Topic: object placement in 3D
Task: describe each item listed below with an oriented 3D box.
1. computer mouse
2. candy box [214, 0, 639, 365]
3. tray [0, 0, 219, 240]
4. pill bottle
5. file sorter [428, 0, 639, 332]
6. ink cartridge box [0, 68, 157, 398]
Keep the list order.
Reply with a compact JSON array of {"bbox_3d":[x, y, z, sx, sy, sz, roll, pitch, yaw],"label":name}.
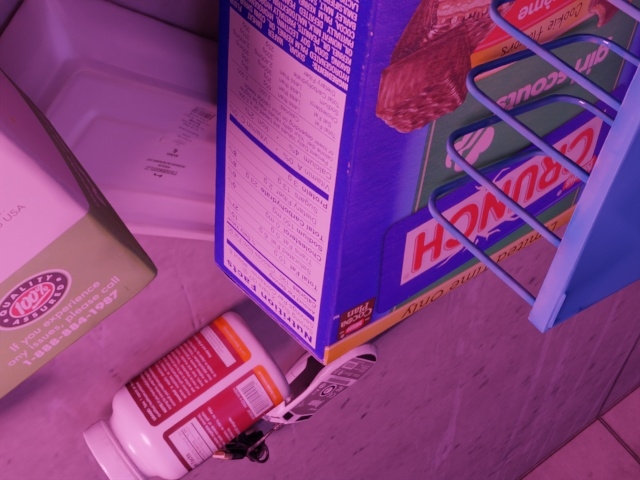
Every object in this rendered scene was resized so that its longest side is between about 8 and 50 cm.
[{"bbox_3d":[-0.025,0.151,1.039,0.193,0.042,0.106,-41,151,13],"label":"computer mouse"},{"bbox_3d":[0.079,-0.112,0.610,0.268,0.122,0.317,-29,147,-28],"label":"candy box"},{"bbox_3d":[-0.095,-0.052,0.616,0.145,0.030,0.270,-51,154,18],"label":"tray"},{"bbox_3d":[-0.106,0.131,0.834,0.152,0.086,0.086,-35,155,-11],"label":"pill bottle"},{"bbox_3d":[0.136,-0.065,0.513,0.118,0.104,0.170,-22,142,-33],"label":"file sorter"},{"bbox_3d":[-0.227,-0.033,0.332,0.207,0.119,0.353,-38,151,-3],"label":"ink cartridge box"}]
